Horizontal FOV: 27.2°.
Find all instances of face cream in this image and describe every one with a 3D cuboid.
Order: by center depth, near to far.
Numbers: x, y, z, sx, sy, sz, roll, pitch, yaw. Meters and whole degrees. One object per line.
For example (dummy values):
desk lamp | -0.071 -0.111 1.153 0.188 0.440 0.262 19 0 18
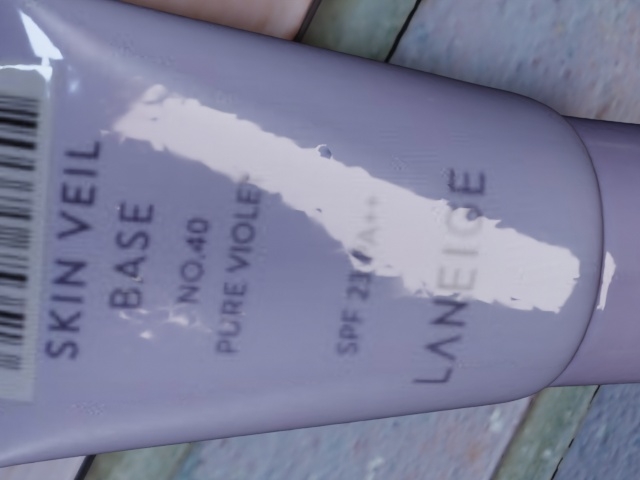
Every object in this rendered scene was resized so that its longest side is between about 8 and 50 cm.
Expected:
face cream | 0.000 0.000 0.412 0.274 0.096 0.154 1 112 -23
